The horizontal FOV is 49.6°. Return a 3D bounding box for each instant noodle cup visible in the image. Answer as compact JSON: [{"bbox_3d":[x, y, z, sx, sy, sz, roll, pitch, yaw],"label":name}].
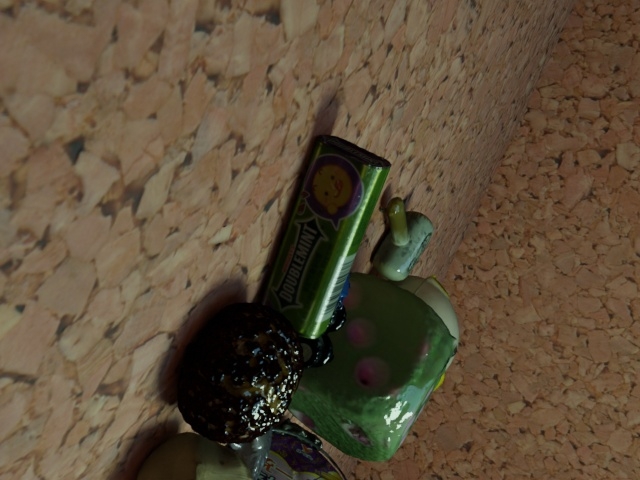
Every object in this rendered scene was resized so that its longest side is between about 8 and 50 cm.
[{"bbox_3d":[-0.125,0.636,1.544,0.340,0.340,0.266,-33,157,-56],"label":"instant noodle cup"}]

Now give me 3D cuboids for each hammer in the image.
[{"bbox_3d":[0.203,-0.025,1.794,0.202,0.113,0.305,-60,157,-15],"label":"hammer"}]

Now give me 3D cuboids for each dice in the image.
[{"bbox_3d":[0.100,0.290,1.591,0.322,0.330,0.318,-51,158,-27],"label":"dice"}]

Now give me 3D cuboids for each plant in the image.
[{"bbox_3d":[-0.073,0.551,1.818,0.129,0.132,0.194,-57,166,-23],"label":"plant"}]

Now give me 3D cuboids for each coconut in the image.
[{"bbox_3d":[-0.206,0.430,1.155,0.224,0.224,0.224,-52,160,-28],"label":"coconut"}]

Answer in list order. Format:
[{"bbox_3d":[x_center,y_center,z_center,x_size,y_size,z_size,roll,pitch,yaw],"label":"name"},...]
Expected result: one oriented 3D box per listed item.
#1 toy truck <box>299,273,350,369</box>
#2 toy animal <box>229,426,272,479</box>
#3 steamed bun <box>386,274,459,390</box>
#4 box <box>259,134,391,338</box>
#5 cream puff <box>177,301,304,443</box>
[{"bbox_3d":[-0.021,0.145,1.373,0.208,0.126,0.113,-69,161,-2],"label":"toy truck"},{"bbox_3d":[-0.147,0.419,1.415,0.367,0.081,0.205,-81,163,-57],"label":"toy animal"},{"bbox_3d":[0.239,0.275,1.987,0.334,0.334,0.374,-50,163,-33],"label":"steamed bun"},{"bbox_3d":[0.000,0.000,1.212,0.097,0.134,0.345,-26,142,-61],"label":"box"},{"bbox_3d":[-0.124,0.222,1.144,0.239,0.165,0.239,-52,158,-32],"label":"cream puff"}]
